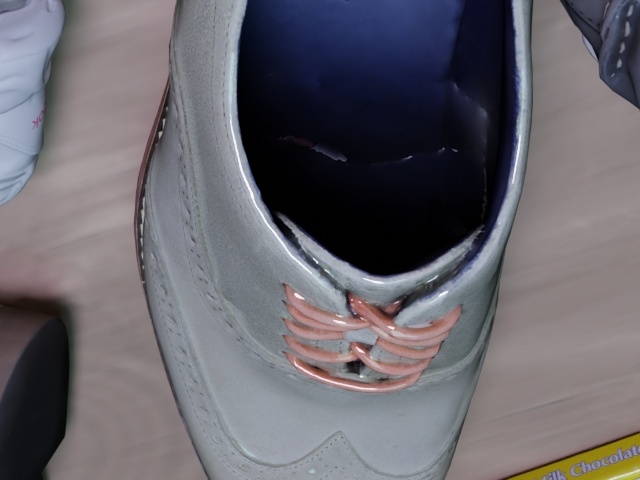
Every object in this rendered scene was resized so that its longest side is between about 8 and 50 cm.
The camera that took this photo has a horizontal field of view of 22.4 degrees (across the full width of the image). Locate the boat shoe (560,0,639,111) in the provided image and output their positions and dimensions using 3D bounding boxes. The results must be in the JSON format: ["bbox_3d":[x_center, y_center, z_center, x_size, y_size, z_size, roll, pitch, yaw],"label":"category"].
[{"bbox_3d":[0.208,-0.054,0.554,0.335,0.095,0.112,14,118,-40],"label":"boat shoe"}]

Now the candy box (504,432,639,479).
[{"bbox_3d":[0.172,0.125,0.738,0.206,0.027,0.105,-21,123,12],"label":"candy box"}]

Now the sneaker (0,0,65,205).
[{"bbox_3d":[-0.205,-0.041,0.555,0.232,0.090,0.115,3,132,-3],"label":"sneaker"}]

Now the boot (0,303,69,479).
[{"bbox_3d":[-0.183,0.144,0.702,0.115,0.112,0.305,15,122,8],"label":"boot"}]

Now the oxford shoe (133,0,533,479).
[{"bbox_3d":[0.000,0.000,0.557,0.140,0.146,0.397,-3,128,-2],"label":"oxford shoe"}]
